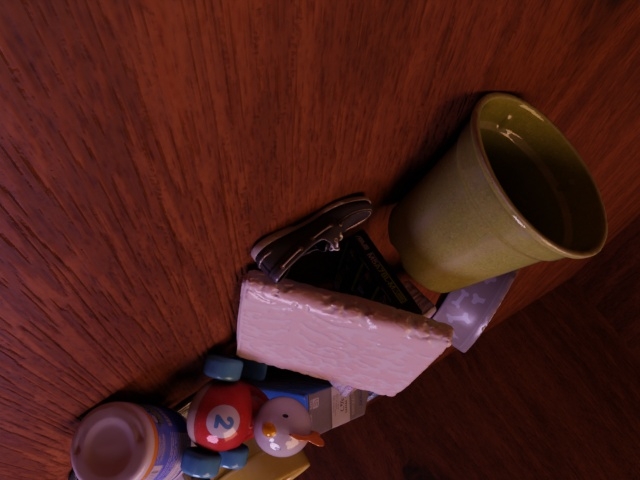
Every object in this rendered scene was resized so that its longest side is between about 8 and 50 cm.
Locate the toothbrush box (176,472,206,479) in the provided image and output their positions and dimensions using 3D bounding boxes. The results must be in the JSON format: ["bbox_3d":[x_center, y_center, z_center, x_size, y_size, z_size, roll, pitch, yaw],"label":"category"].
[{"bbox_3d":[-0.437,0.680,1.519,0.283,0.206,0.122,-36,158,3],"label":"toothbrush box"}]

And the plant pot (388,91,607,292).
[{"bbox_3d":[0.252,-0.046,0.939,0.276,0.276,0.254,-14,163,-42],"label":"plant pot"}]

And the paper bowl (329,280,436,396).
[{"bbox_3d":[0.108,0.199,1.315,0.284,0.148,0.284,-42,166,-12],"label":"paper bowl"}]

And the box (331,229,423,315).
[{"bbox_3d":[0.096,0.103,1.086,0.045,0.184,0.190,-24,156,-20],"label":"box"}]

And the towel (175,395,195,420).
[{"bbox_3d":[-0.270,0.375,1.355,0.110,0.027,0.148,-32,158,-7],"label":"towel"}]

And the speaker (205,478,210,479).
[{"bbox_3d":[-0.388,0.716,1.771,0.297,0.131,0.131,-26,157,-20],"label":"speaker"}]

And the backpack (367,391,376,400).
[{"bbox_3d":[0.159,0.549,2.225,0.158,0.117,0.173,-37,161,9],"label":"backpack"}]

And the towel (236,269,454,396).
[{"bbox_3d":[0.020,0.170,1.026,0.332,0.053,0.317,15,149,-2],"label":"towel"}]

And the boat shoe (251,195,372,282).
[{"bbox_3d":[0.000,0.000,0.888,0.206,0.065,0.075,-26,157,-21],"label":"boat shoe"}]

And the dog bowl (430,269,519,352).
[{"bbox_3d":[0.367,0.092,1.392,0.348,0.102,0.349,-57,170,-15],"label":"dog bowl"}]

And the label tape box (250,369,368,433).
[{"bbox_3d":[-0.020,0.380,1.464,0.241,0.105,0.334,-4,179,37],"label":"label tape box"}]

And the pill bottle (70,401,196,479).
[{"bbox_3d":[-0.332,0.389,1.124,0.152,0.152,0.272,-33,159,-2],"label":"pill bottle"}]

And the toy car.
[{"bbox_3d":[-0.109,0.348,1.132,0.210,0.238,0.219,28,72,-66],"label":"toy car"}]

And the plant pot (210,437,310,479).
[{"bbox_3d":[-0.194,0.538,1.522,0.254,0.239,0.254,-29,158,-13],"label":"plant pot"}]

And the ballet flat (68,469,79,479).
[{"bbox_3d":[-0.482,0.486,1.254,0.173,0.049,0.057,-44,156,25],"label":"ballet flat"}]
